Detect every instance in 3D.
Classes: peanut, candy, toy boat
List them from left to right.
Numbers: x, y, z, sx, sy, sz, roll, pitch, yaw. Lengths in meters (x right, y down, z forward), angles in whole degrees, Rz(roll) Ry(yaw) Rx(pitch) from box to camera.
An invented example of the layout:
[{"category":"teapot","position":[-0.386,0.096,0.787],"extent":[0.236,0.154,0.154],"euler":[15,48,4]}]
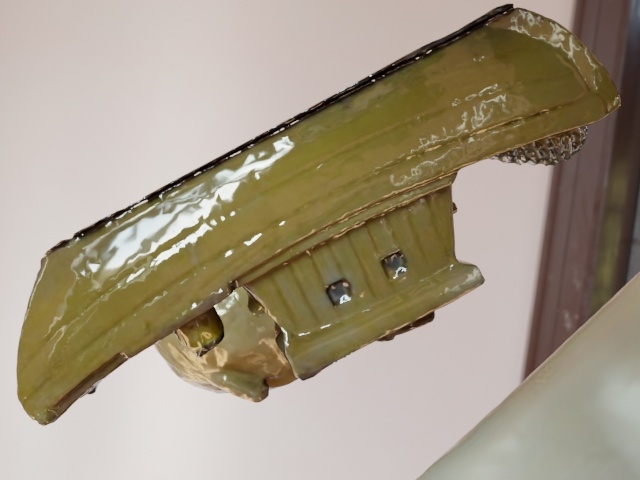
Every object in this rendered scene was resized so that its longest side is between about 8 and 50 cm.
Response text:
[{"category":"peanut","position":[-0.051,0.026,0.798],"extent":[0.143,0.159,0.291],"euler":[41,30,-12]},{"category":"toy boat","position":[0.000,0.000,0.497],"extent":[0.321,0.121,0.089],"euler":[-29,8,-4]},{"category":"candy","position":[0.246,0.173,0.865],"extent":[0.145,0.359,0.208],"euler":[45,-7,29]}]
